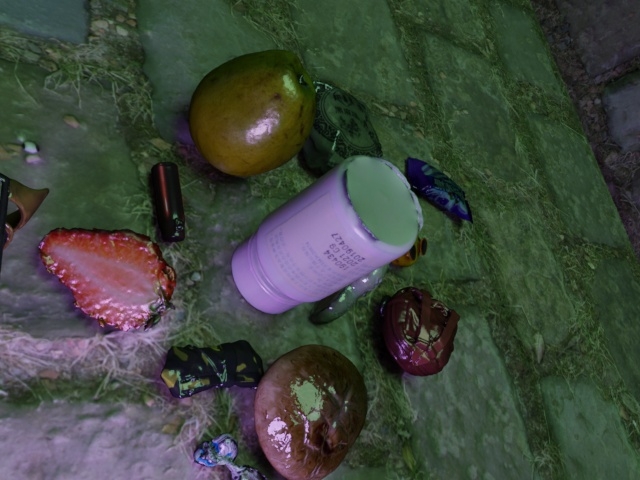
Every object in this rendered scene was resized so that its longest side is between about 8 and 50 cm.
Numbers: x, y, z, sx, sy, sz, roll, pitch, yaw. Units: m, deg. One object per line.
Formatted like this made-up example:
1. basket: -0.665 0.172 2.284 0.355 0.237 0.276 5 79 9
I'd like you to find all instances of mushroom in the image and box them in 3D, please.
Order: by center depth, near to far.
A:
1. mushroom: -0.012 0.338 1.401 0.278 0.146 0.278 14 70 -44

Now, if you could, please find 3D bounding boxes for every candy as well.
1. candy: -0.137 0.444 1.290 0.226 0.051 0.094 48 52 -9
2. candy: 0.360 -0.152 2.141 0.275 0.070 0.145 26 42 -30

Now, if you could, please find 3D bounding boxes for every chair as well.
1. chair: -0.535 -0.010 1.080 0.172 0.158 0.247 31 49 -33

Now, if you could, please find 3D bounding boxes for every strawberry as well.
1. strawberry: -0.364 0.055 1.265 0.175 0.107 0.236 -38 95 -13

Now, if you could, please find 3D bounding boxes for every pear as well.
1. pear: -0.142 -0.273 1.527 0.253 0.307 0.253 35 39 -34

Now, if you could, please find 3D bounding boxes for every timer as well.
1. timer: 0.213 0.015 1.886 0.107 0.109 0.107 -12 105 -50

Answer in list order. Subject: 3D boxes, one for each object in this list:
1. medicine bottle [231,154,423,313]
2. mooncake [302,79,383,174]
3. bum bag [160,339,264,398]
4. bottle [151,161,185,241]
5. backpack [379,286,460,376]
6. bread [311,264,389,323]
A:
1. medicine bottle: 0.000 0.000 1.440 0.213 0.378 0.214 24 51 -34
2. mooncake: 0.053 -0.275 1.852 0.254 0.136 0.250 11 55 -41
3. bum bag: -0.200 0.241 1.339 0.232 0.060 0.107 7 53 -45
4. bottle: -0.302 -0.074 1.428 0.060 0.060 0.164 8 62 -42
5. backpack: 0.237 0.226 1.724 0.229 0.139 0.229 29 44 -33
6. bread: 0.066 0.106 1.641 0.232 0.172 0.064 -44 103 -5
